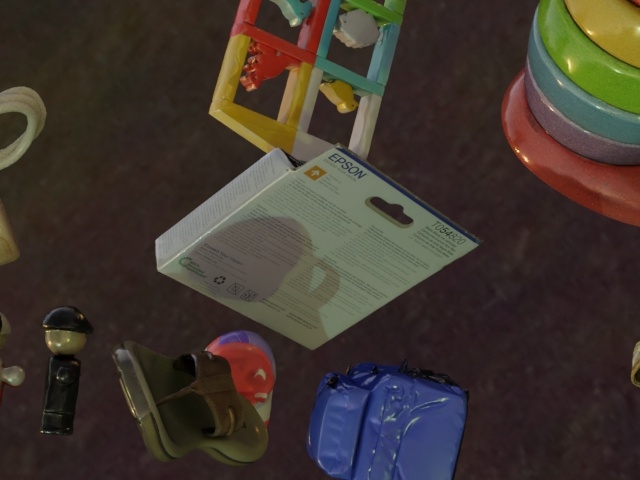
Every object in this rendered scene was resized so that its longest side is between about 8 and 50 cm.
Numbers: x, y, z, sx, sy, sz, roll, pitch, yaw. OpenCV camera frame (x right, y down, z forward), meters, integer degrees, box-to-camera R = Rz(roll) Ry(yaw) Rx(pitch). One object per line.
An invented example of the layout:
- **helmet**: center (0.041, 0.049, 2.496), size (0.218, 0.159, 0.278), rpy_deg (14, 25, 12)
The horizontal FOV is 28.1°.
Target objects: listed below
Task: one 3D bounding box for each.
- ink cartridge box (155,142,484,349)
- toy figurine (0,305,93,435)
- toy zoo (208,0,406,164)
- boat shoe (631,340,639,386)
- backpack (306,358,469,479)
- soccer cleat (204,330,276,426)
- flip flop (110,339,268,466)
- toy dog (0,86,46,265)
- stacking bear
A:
- **ink cartridge box**: center (0.000, 0.000, 1.190), size (0.224, 0.223, 0.045), rpy_deg (-33, 47, 26)
- **toy figurine**: center (-0.385, 0.138, 1.441), size (0.213, 0.209, 0.148), rpy_deg (-1, 80, 34)
- **toy zoo**: center (-0.011, -0.202, 1.420), size (0.030, 0.192, 0.293), rpy_deg (-6, 66, 59)
- **boat shoe**: center (0.341, 0.111, 1.222), size (0.045, 0.050, 0.135), rpy_deg (-66, 4, -24)
- **backpack**: center (0.043, 0.126, 0.870), size (0.120, 0.101, 0.098), rpy_deg (-165, 93, -85)
- **soccer cleat**: center (-0.084, 0.139, 1.331), size (0.083, 0.248, 0.095), rpy_deg (8, 60, 2)
- **flip flop**: center (-0.101, 0.143, 1.143), size (0.080, 0.277, 0.112), rpy_deg (-30, 65, 12)
- **toy dog**: center (-0.383, -0.067, 1.137), size (0.220, 0.161, 0.334), rpy_deg (-17, -27, -28)
- **stacking bear**: center (0.242, -0.167, 0.892), size (0.289, 0.164, 0.175), rpy_deg (106, 174, -52)
